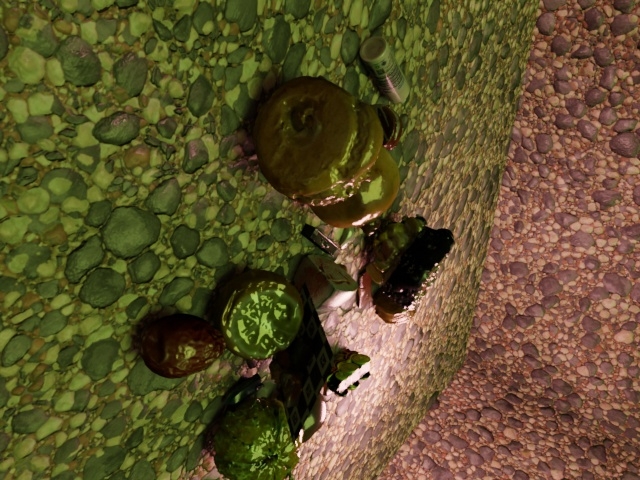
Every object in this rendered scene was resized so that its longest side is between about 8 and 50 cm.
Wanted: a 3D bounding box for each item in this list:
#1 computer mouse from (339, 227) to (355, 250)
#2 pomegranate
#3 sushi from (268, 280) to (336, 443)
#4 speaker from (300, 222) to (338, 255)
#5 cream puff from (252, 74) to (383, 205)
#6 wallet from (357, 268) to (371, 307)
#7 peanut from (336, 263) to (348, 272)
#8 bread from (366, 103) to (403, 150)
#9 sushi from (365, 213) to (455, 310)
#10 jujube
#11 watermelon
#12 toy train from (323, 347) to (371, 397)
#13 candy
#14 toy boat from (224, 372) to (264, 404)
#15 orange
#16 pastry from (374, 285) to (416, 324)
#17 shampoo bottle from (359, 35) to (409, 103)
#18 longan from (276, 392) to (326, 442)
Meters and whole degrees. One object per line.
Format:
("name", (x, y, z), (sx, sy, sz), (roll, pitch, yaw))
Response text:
("computer mouse", (0.104, -0.012, 1.958), (0.055, 0.032, 0.110), (14, 98, -58))
("pomegranate", (0.091, -0.178, 1.610), (0.307, 0.307, 0.308), (-35, 137, -41))
("sushi", (-0.091, 0.359, 1.616), (0.064, 0.343, 0.359), (9, 122, -24))
("speaker", (0.000, 0.000, 1.793), (0.040, 0.046, 0.191), (-63, 149, -8))
("cream puff", (0.000, -0.247, 1.354), (0.231, 0.342, 0.328), (24, 64, -69))
("wallet", (0.187, 0.197, 2.231), (0.095, 0.026, 0.176), (-32, 134, -41))
("peanut", (0.046, 0.153, 1.936), (0.152, 0.076, 0.076), (-62, 149, 2))
("bread", (0.187, -0.365, 1.742), (0.073, 0.160, 0.161), (-2, 112, -52))
("sushi", (0.340, 0.082, 2.169), (0.328, 0.285, 0.329), (-47, 159, -33))
("jujube", (-0.335, 0.261, 1.340), (0.236, 0.168, 0.168), (14, 97, -64))
("watermelon", (-0.021, 0.154, 1.802), (0.261, 0.201, 0.212), (-31, 164, 28))
("toy train", (0.093, 0.540, 2.186), (0.296, 0.160, 0.101), (-17, 114, -55))
("candy", (-0.174, 0.210, 1.505), (0.259, 0.118, 0.260), (-5, 103, -21))
("toy boat", (-0.250, 0.483, 1.715), (0.141, 0.060, 0.055), (-29, 133, -36))
("orange", (-0.209, 0.653, 1.722), (0.301, 0.223, 0.301), (16, 83, -38))
("pastry", (0.327, 0.278, 2.351), (0.188, 0.188, 0.103), (-43, 137, -34))
("shampoo bottle", (0.222, -0.535, 1.742), (0.303, 0.092, 0.092), (33, 82, -59))
("longan", (-0.078, 0.620, 1.935), (0.220, 0.196, 0.197), (-36, 137, -43))
